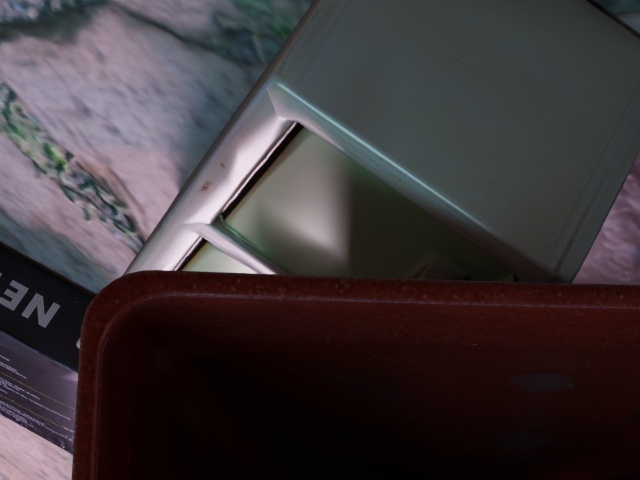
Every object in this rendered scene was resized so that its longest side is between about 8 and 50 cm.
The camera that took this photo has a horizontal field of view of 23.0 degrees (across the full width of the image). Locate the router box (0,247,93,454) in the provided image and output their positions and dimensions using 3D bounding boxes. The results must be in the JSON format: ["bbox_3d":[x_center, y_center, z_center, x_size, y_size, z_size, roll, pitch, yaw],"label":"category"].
[{"bbox_3d":[-0.197,0.043,0.878,0.179,0.046,0.133,28,152,6],"label":"router box"}]

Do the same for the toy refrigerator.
[{"bbox_3d":[0.000,0.000,0.553,0.102,0.094,0.269,35,152,-6],"label":"toy refrigerator"}]

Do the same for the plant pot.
[{"bbox_3d":[0.068,0.167,0.489,0.267,0.267,0.236,1,166,0],"label":"plant pot"}]
